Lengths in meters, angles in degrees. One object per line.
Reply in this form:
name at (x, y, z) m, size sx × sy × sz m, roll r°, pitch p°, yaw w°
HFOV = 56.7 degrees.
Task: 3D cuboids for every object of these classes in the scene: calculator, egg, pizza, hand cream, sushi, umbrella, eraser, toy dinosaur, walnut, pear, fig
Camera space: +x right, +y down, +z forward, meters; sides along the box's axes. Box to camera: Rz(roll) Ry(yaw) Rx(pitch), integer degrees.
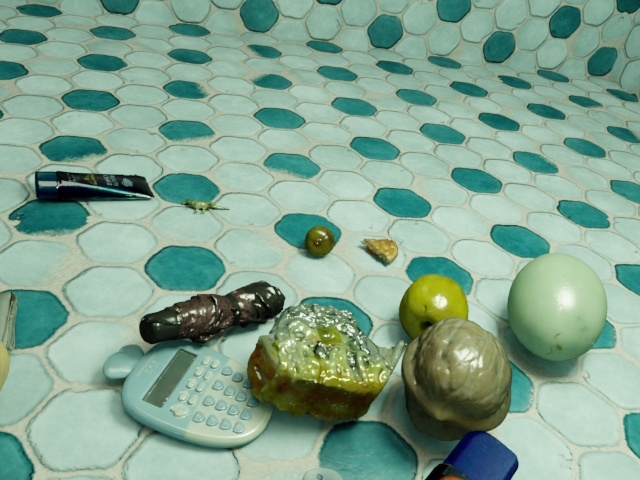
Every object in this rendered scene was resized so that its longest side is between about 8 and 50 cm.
calculator at (-0.230, 0.259, 1.033) m, size 0.302 × 0.042 × 0.188 m, roll 19°, pitch 36°, yaw 8°
egg at (0.512, 0.141, 1.288) m, size 0.202 × 0.203 × 0.283 m, roll 19°, pitch 34°, yaw 9°
pizza at (0.163, 0.023, 1.504) m, size 0.100 × 0.029 × 0.099 m, roll 38°, pitch 34°, yaw 28°
hand cream at (-0.562, -0.135, 1.479) m, size 0.270 × 0.061 × 0.120 m, roll 0°, pitch 31°, yaw -31°
sushi at (0.010, 0.222, 1.062) m, size 0.274 × 0.139 × 0.184 m, roll 17°, pitch 36°, yaw -18°
umbrella at (-0.194, 0.139, 1.134) m, size 0.094 × 0.090 × 0.326 m, roll 8°, pitch 12°, yaw 39°
eraser at (0.156, 0.418, 0.837) m, size 0.101 × 0.155 × 0.332 m, roll 35°, pitch 39°, yaw 25°
toy dinosaur at (-0.294, -0.093, 1.523) m, size 0.119 × 0.029 × 0.060 m, roll 0°, pitch 20°, yaw -21°
walnut at (0.240, 0.248, 1.049) m, size 0.224 × 0.224 × 0.224 m, roll 8°, pitch 35°, yaw -6°
pear at (0.237, 0.147, 1.243) m, size 0.148 × 0.149 × 0.162 m, roll 18°, pitch 27°, yaw 8°
fig at (0.000, 0.000, 1.445) m, size 0.074 × 0.074 × 0.088 m, roll 18°, pitch 9°, yaw 8°

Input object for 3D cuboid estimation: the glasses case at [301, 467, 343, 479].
glasses case at (0.010, 0.421, 0.876) m, size 0.067 × 0.045 × 0.178 m, roll 3°, pitch 36°, yaw -12°

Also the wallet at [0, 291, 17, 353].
wallet at (-0.660, 0.146, 1.035) m, size 0.230 × 0.069 × 0.170 m, roll -1°, pitch 33°, yaw -20°

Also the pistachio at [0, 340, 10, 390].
pistachio at (-0.624, 0.185, 0.852) m, size 0.321 × 0.238 × 0.229 m, roll -1°, pitch 1°, yaw -13°
